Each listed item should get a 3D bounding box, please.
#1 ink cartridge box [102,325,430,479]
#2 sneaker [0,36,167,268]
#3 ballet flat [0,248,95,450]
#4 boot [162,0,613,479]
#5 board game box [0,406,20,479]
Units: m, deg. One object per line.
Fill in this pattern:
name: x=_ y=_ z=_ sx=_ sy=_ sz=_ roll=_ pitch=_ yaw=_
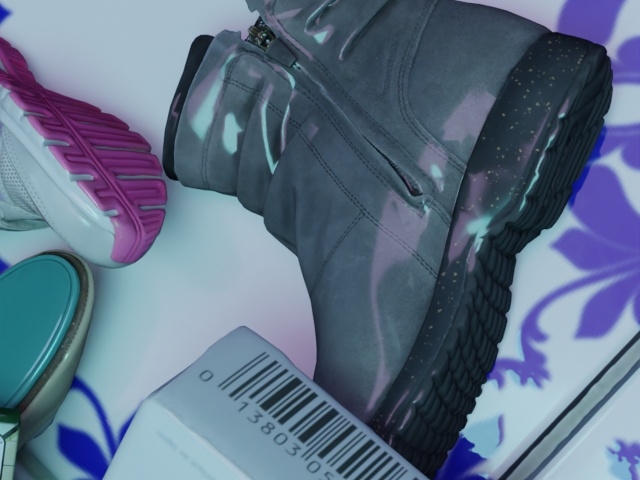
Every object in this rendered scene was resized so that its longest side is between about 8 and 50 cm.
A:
ink cartridge box: x=-0.016 y=0.278 z=0.796 sx=0.308 sy=0.091 sz=0.385 roll=39 pitch=128 yaw=13
sneaker: x=-0.188 y=-0.043 z=0.896 sx=0.252 sy=0.103 sz=0.111 roll=36 pitch=103 yaw=35
ballet flat: x=-0.209 y=0.112 z=0.901 sx=0.086 sy=0.086 sz=0.248 roll=41 pitch=88 yaw=13
boot: x=0.000 y=0.000 z=0.870 sx=0.223 sy=0.118 sz=0.338 roll=26 pitch=85 yaw=21
board game box: x=-0.326 y=0.177 z=0.787 sx=0.317 sy=0.046 sz=0.213 roll=7 pitch=93 yaw=-12
